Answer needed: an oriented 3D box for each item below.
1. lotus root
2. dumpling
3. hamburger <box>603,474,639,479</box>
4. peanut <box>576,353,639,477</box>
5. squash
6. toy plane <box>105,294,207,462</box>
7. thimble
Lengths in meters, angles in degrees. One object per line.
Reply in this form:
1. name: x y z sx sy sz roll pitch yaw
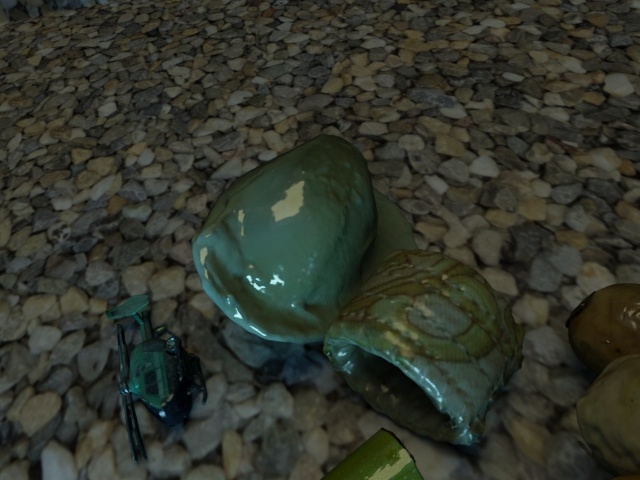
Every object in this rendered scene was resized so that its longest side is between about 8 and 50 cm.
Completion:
1. lotus root: 0.352 0.114 0.604 0.221 0.118 0.125 26 67 33
2. dumpling: -0.019 -0.020 0.771 0.270 0.211 0.320 30 65 34
3. hamburger: 0.189 0.280 0.345 0.305 0.174 0.284 -34 7 -37
4. peanut: 0.357 0.158 0.448 0.313 0.149 0.149 16 47 36
5. squash: 0.006 0.256 0.536 0.188 0.095 0.095 -31 44 -16
6. toy plane: -0.200 0.144 0.739 0.096 0.060 0.235 -28 45 0
7. thimble: 0.112 0.108 0.646 0.191 0.137 0.143 31 55 25
